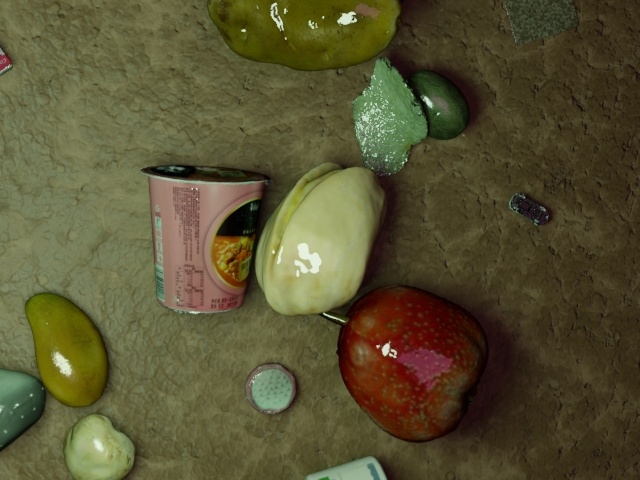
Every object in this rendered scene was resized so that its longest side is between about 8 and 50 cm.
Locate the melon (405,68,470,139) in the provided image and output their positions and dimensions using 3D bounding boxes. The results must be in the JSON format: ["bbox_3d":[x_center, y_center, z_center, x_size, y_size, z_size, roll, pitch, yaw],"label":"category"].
[{"bbox_3d":[0.235,-0.269,1.810,0.167,0.114,0.114,45,82,-9],"label":"melon"}]

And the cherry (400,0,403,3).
[{"bbox_3d":[0.099,-0.527,1.732,0.195,0.195,0.195,-1,92,-14],"label":"cherry"}]

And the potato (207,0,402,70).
[{"bbox_3d":[-0.029,-0.418,1.662,0.369,0.176,0.195,12,87,18],"label":"potato"}]

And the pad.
[{"bbox_3d":[0.454,-0.547,1.909,0.158,0.003,0.235,-19,96,-12],"label":"pad"}]

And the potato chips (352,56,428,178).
[{"bbox_3d":[0.132,-0.238,1.794,0.167,0.059,0.228,33,127,8],"label":"potato chips"}]

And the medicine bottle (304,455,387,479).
[{"bbox_3d":[0.015,0.521,1.774,0.237,0.139,0.139,-13,95,-15],"label":"medicine bottle"}]

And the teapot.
[{"bbox_3d":[-0.620,0.254,1.599,0.183,0.183,0.251,-41,88,-9],"label":"teapot"}]

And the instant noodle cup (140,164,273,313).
[{"bbox_3d":[-0.217,-0.005,1.667,0.244,0.244,0.255,0,101,-14],"label":"instant noodle cup"}]

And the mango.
[{"bbox_3d":[-0.466,0.198,1.654,0.136,0.099,0.227,-23,87,-47],"label":"mango"}]

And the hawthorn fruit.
[{"bbox_3d":[0.145,0.219,1.737,0.369,0.285,0.284,30,85,-5],"label":"hawthorn fruit"}]

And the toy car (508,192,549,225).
[{"bbox_3d":[0.445,-0.065,1.915,0.093,0.025,0.041,31,86,-10],"label":"toy car"}]

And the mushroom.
[{"bbox_3d":[-0.413,0.394,1.675,0.148,0.112,0.148,11,122,18],"label":"mushroom"}]

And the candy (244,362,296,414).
[{"bbox_3d":[-0.099,0.293,1.785,0.103,0.043,0.103,-1,95,-14],"label":"candy"}]

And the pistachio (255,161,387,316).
[{"bbox_3d":[0.000,0.000,1.708,0.321,0.229,0.238,-59,143,-19],"label":"pistachio"}]

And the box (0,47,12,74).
[{"bbox_3d":[-0.644,-0.391,1.625,0.055,0.039,0.218,-38,101,-11],"label":"box"}]
